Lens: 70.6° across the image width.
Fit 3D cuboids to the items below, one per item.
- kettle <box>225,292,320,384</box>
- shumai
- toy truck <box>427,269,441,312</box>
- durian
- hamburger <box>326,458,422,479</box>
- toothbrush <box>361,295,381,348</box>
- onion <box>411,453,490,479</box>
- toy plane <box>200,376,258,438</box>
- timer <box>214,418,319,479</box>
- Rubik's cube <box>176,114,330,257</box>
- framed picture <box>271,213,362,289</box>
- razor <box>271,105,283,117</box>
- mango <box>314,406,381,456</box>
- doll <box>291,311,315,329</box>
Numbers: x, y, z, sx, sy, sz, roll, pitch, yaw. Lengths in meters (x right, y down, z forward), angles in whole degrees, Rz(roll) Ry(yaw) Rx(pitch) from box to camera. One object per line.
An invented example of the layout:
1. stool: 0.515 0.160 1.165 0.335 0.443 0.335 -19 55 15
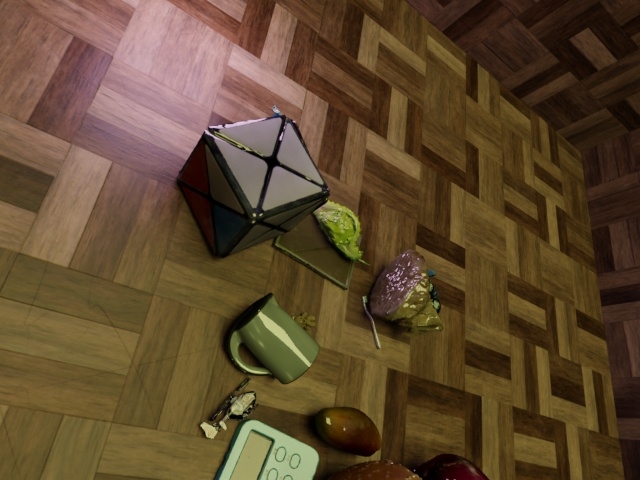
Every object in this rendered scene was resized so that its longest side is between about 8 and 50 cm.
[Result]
1. kettle: -0.157 0.306 1.342 0.221 0.161 0.236 -42 102 -8
2. shumai: 0.358 0.213 1.682 0.262 0.267 0.313 37 58 -21
3. toy truck: 0.413 0.198 1.828 0.126 0.113 0.208 -22 91 -44
4. durian: 0.073 -0.048 1.641 0.132 0.107 0.375 -37 93 -35
5. hamburger: 0.153 0.762 1.272 0.268 0.446 0.287 60 29 7
6. toothbrush: 0.189 0.306 1.683 0.022 0.017 0.203 -13 81 -20
7. onion: 0.473 0.868 1.463 0.386 0.348 0.347 3 71 -20
8. toy plane: -0.245 0.479 1.270 0.078 0.053 0.197 51 50 -1
9. timer: -0.151 0.648 1.254 0.250 0.091 0.231 35 56 -18
10. Rubik's cube: -0.205 -0.165 1.364 0.310 0.305 0.306 -22 81 -38
11. framed picture: 0.000 0.000 1.647 0.335 0.022 0.247 32 56 -24
12. razor: -0.195 -0.426 1.644 0.068 0.037 0.191 50 51 -13
13. mango: 0.087 0.598 1.435 0.268 0.111 0.133 33 72 -25
14. doll: -0.056 0.270 1.504 0.093 0.051 0.061 19 58 -64
